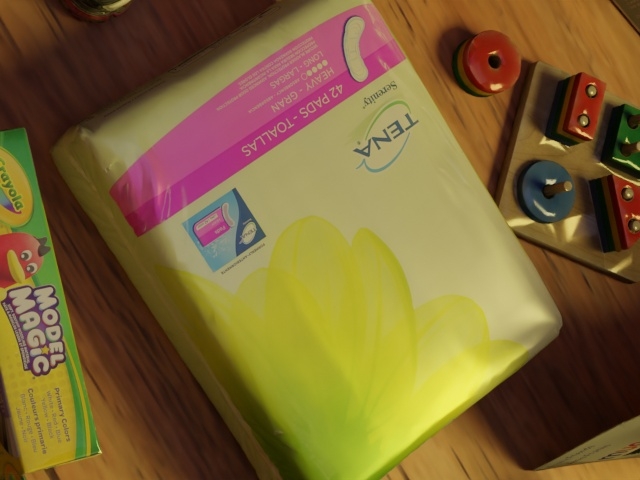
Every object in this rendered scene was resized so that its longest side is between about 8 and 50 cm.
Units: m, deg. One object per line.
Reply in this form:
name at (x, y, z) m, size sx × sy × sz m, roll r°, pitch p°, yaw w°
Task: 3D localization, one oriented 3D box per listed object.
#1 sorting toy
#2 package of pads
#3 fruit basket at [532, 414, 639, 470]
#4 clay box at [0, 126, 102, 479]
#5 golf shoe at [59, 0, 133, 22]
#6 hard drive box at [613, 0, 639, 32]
sorting toy at (0.213, -0.049, 1.193) m, size 0.274 × 0.046 × 0.132 m, roll 22°, pitch 74°, yaw -21°
package of pads at (0.000, 0.000, 1.058) m, size 0.229 × 0.101 × 0.296 m, roll -35°, pitch 98°, yaw -23°
fruit basket at (0.373, 0.114, 1.090) m, size 0.353 × 0.327 × 0.165 m, roll -7°, pitch 72°, yaw -27°
clay box at (-0.186, 0.055, 0.949) m, size 0.053 × 0.127 × 0.222 m, roll -14°, pitch 89°, yaw -25°
golf shoe at (-0.113, -0.233, 1.047) m, size 0.067 × 0.086 × 0.186 m, roll 21°, pitch 73°, yaw -20°
hard drive box at (0.322, -0.224, 1.244) m, size 0.232 × 0.089 × 0.181 m, roll 48°, pitch 67°, yaw -12°
